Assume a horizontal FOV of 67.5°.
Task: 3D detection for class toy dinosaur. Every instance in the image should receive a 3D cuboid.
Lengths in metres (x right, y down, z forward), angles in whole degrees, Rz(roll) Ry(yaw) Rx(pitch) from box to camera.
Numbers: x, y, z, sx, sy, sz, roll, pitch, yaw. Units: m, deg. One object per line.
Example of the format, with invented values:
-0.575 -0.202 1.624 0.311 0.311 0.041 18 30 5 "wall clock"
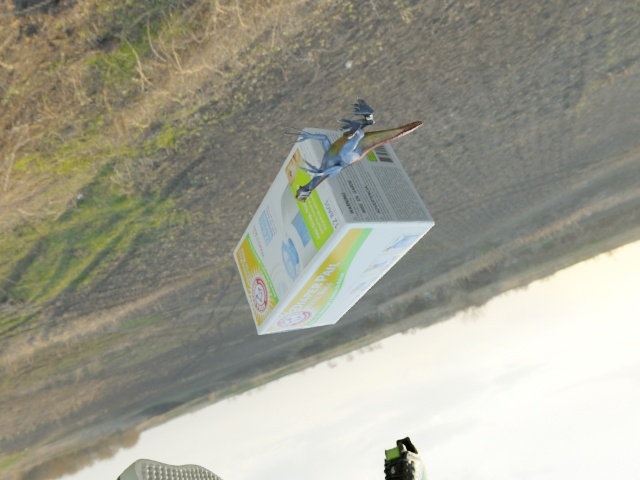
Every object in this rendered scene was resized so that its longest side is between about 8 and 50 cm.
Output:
0.013 -0.053 0.334 0.090 0.047 0.082 16 144 -2 "toy dinosaur"

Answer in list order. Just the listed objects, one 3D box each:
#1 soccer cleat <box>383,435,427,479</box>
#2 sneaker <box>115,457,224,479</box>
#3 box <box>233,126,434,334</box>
0.100 0.307 0.610 0.060 0.072 0.179 -24 170 15 "soccer cleat"
-0.181 0.356 0.583 0.127 0.126 0.321 -45 146 -13 "sneaker"
0.000 0.000 0.498 0.103 0.114 0.203 -2 146 -34 "box"
